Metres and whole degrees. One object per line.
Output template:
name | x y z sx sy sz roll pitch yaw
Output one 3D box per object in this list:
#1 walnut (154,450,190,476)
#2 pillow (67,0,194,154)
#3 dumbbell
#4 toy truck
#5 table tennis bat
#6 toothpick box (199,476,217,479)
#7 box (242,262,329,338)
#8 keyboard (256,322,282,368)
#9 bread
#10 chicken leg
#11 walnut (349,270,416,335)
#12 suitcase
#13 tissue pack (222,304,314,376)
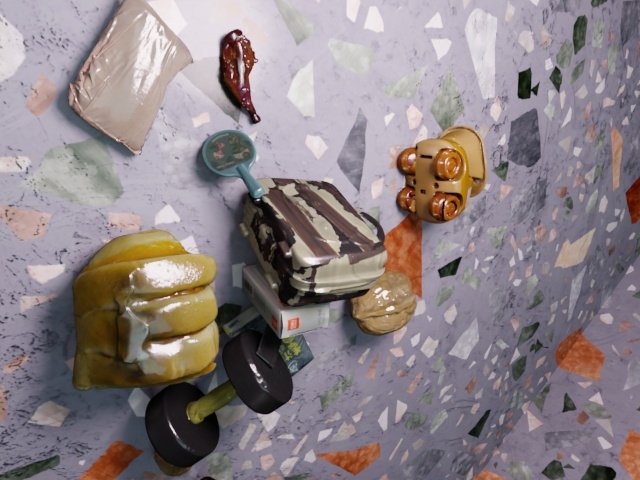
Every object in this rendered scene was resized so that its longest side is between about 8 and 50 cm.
walnut | -0.392 0.585 1.099 0.124 0.105 0.105 34 87 -37
pillow | -0.375 -0.330 0.810 0.173 0.067 0.270 32 89 -41
dumbbell | -0.249 0.392 1.007 0.322 0.203 0.203 -36 125 6
toy truck | 0.378 -0.202 1.257 0.212 0.204 0.288 -18 114 -30
table tennis bat | -0.191 -0.176 0.927 0.124 0.201 0.033 -32 162 -15
toothpick box | -0.388 0.807 1.133 0.294 0.192 0.192 -14 114 -21
box | -0.095 0.141 1.031 0.135 0.269 0.079 -9 114 -28
keyboard | -0.117 0.232 1.029 0.010 0.198 0.063 -31 113 26
bread | -0.367 0.146 0.860 0.301 0.210 0.341 4 90 -15
chicken leg | -0.181 -0.377 0.934 0.093 0.053 0.205 -17 120 -43
walnut | 0.203 0.202 1.295 0.245 0.198 0.198 -20 116 -30
suitcase | 0.000 0.000 0.998 0.339 0.351 0.194 -3 132 -33
tissue pack | -0.144 0.301 1.170 0.185 0.081 0.257 -32 121 -19
